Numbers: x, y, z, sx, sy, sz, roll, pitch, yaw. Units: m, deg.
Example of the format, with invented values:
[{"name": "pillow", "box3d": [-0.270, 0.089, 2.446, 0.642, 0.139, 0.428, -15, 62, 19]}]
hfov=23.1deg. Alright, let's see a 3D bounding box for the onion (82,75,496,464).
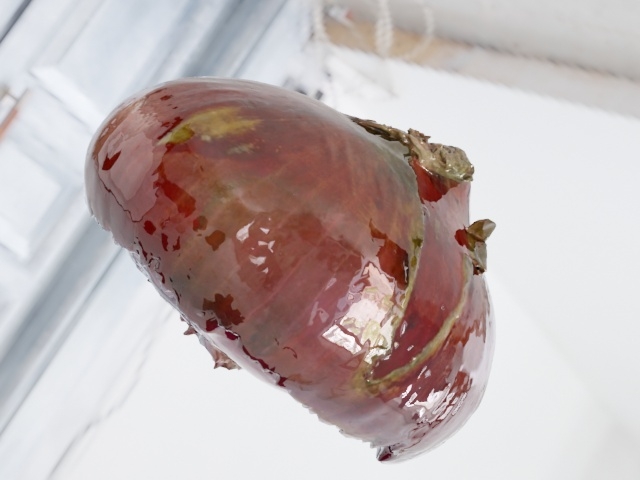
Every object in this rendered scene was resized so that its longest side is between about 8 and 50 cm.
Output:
[{"name": "onion", "box3d": [-0.008, 0.007, 0.820, 0.248, 0.161, 0.248, 31, 164, 10]}]
